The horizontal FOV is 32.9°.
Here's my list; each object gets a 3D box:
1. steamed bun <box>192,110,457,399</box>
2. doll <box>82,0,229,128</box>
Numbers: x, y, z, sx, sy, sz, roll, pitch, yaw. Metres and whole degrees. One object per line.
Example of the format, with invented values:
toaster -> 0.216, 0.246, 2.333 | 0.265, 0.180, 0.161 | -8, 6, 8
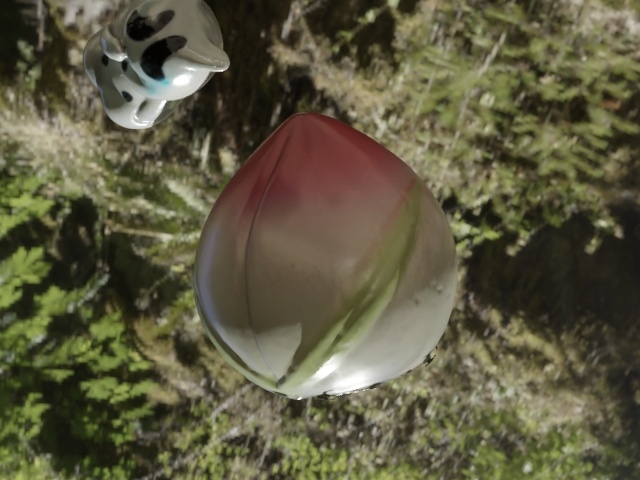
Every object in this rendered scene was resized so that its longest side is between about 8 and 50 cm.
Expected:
steamed bun -> 0.000, 0.000, 1.200 | 0.309, 0.309, 0.309 | 9, -139, -8
doll -> -0.162, -0.179, 1.056 | 0.107, 0.180, 0.110 | -26, -87, -27
